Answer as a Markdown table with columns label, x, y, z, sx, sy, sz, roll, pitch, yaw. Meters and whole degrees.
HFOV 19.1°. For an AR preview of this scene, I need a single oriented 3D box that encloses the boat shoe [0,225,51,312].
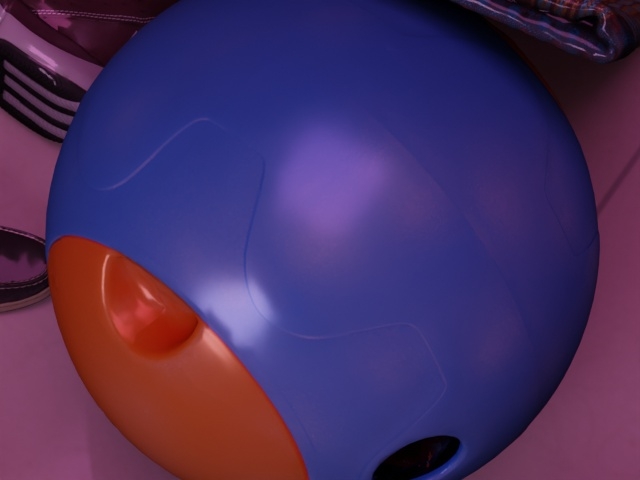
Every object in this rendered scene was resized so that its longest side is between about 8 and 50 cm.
| label | x | y | z | sx | sy | sz | roll | pitch | yaw |
| --- | --- | --- | --- | --- | --- | --- | --- | --- | --- |
| boat shoe | -0.228 | 0.008 | 1.111 | 0.152 | 0.049 | 0.056 | 3 | 64 | -1 |

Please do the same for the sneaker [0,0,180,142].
| label | x | y | z | sx | sy | sz | roll | pitch | yaw |
| --- | --- | --- | --- | --- | --- | --- | --- | --- | --- |
| sneaker | -0.207 | -0.195 | 1.193 | 0.281 | 0.106 | 0.162 | 39 | 63 | 4 |

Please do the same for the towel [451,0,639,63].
| label | x | y | z | sx | sy | sz | roll | pitch | yaw |
| --- | --- | --- | --- | --- | --- | --- | --- | --- | --- |
| towel | 0.064 | -0.171 | 1.062 | 0.271 | 0.370 | 0.040 | 24 | 102 | 9 |

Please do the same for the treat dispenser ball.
| label | x | y | z | sx | sy | sz | roll | pitch | yaw |
| --- | --- | --- | --- | --- | --- | --- | --- | --- | --- |
| treat dispenser ball | 0.000 | 0.000 | 0.992 | 0.288 | 0.288 | 0.288 | 1 | 64 | -2 |
